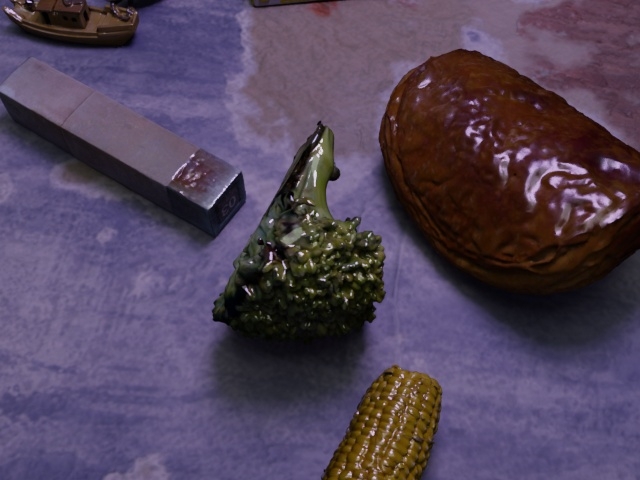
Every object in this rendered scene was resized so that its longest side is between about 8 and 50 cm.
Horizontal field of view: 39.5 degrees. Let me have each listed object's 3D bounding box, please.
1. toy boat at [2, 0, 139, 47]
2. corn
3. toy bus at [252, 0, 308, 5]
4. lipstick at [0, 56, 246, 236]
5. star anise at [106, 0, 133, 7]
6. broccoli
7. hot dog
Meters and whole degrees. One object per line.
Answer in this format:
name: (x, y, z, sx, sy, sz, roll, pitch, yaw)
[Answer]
toy boat: (-0.377, -0.340, 1.346, 0.206, 0.072, 0.064, 8, 58, 5)
corn: (0.044, 0.281, 0.953, 0.115, 0.115, 0.318, 22, 60, 13)
toy bus: (-0.002, -0.423, 1.381, 0.226, 0.081, 0.074, -5, 58, -2)
lipstick: (-0.275, -0.133, 1.219, 0.371, 0.076, 0.080, 30, 66, 17)
star anise: (-0.339, -0.449, 1.392, 0.218, 0.148, 0.227, -45, 75, 25)
broccoli: (0.007, 0.016, 1.056, 0.180, 0.242, 0.273, 31, 70, -6)
hot dog: (0.244, -0.091, 1.135, 0.267, 0.174, 0.387, -33, 55, -19)
